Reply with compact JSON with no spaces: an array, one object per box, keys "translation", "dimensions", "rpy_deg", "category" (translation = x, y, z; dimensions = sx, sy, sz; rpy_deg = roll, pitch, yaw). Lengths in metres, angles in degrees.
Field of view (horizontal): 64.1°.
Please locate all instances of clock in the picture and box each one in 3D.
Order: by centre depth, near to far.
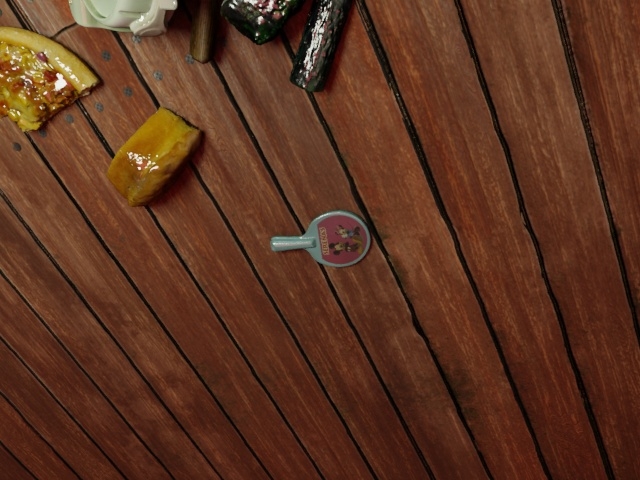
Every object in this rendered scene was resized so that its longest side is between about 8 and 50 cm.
[{"translation":[-0.347,-0.496,0.887],"dimensions":[0.324,0.108,0.265],"rpy_deg":[29,125,39],"category":"clock"}]

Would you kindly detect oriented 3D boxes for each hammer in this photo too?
[{"translation":[-0.204,-0.509,0.917],"dimensions":[0.095,0.242,0.409],"rpy_deg":[14,133,-8],"category":"hammer"}]

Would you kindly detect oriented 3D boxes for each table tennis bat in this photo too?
[{"translation":[0.000,0.000,1.241],"dimensions":[0.244,0.040,0.153],"rpy_deg":[-4,118,4],"category":"table tennis bat"}]

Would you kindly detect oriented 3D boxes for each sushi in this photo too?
[{"translation":[-0.084,-0.477,0.947],"dimensions":[0.127,0.124,0.225],"rpy_deg":[36,115,-11],"category":"sushi"}]

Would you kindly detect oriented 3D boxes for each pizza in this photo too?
[{"translation":[-0.639,-0.338,1.114],"dimensions":[0.289,0.081,0.229],"rpy_deg":[21,118,-6],"category":"pizza"}]

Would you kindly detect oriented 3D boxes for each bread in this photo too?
[{"translation":[-0.388,-0.166,1.143],"dimensions":[0.129,0.134,0.260],"rpy_deg":[39,115,-12],"category":"bread"}]

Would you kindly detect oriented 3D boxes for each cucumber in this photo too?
[{"translation":[0.002,-0.406,1.009],"dimensions":[0.078,0.062,0.211],"rpy_deg":[19,118,-3],"category":"cucumber"}]
